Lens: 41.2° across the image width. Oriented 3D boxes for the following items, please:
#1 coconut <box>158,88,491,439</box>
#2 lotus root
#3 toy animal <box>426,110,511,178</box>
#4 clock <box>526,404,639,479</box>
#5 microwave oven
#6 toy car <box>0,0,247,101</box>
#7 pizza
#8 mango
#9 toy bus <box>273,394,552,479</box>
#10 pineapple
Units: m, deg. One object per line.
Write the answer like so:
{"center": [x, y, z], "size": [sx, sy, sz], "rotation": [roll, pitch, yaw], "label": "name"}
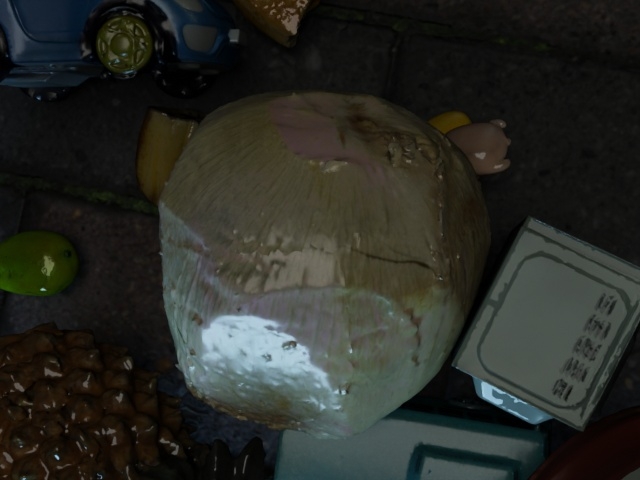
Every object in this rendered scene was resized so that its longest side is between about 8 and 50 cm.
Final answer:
{"center": [0.000, 0.000, 0.737], "size": [0.297, 0.254, 0.297], "rotation": [-1, 45, 1], "label": "coconut"}
{"center": [-0.126, -0.080, 0.892], "size": [0.159, 0.095, 0.135], "rotation": [22, 97, -31], "label": "lotus root"}
{"center": [0.139, -0.080, 0.857], "size": [0.114, 0.091, 0.082], "rotation": [-3, 128, 23], "label": "toy animal"}
{"center": [0.250, 0.288, 0.738], "size": [0.318, 0.080, 0.318], "rotation": [-9, 111, -25], "label": "clock"}
{"center": [0.201, 0.073, 0.765], "size": [0.122, 0.208, 0.162], "rotation": [26, 91, 9], "label": "microwave oven"}
{"center": [-0.229, -0.225, 0.848], "size": [0.314, 0.198, 0.166], "rotation": [1, 97, 10], "label": "toy car"}
{"center": [-0.052, -0.320, 0.904], "size": [0.127, 0.058, 0.246], "rotation": [-19, 82, 8], "label": "pizza"}
{"center": [-0.313, 0.026, 0.924], "size": [0.108, 0.056, 0.073], "rotation": [-8, 80, 11], "label": "mango"}
{"center": [0.090, 0.210, 0.807], "size": [0.256, 0.147, 0.128], "rotation": [8, 90, 10], "label": "toy bus"}
{"center": [-0.166, 0.227, 0.777], "size": [0.357, 0.223, 0.223], "rotation": [20, 90, 28], "label": "pineapple"}
